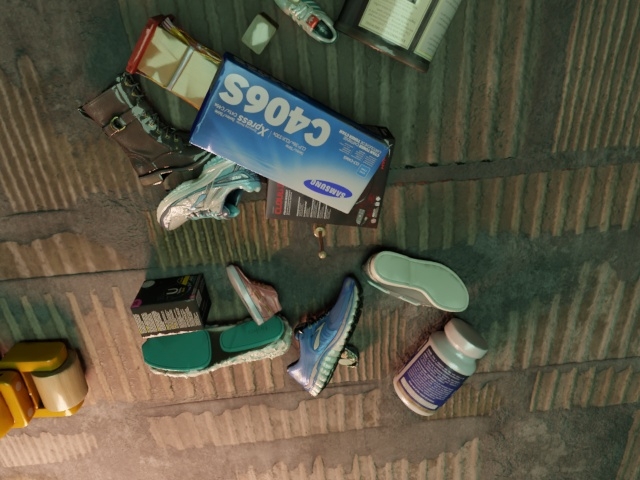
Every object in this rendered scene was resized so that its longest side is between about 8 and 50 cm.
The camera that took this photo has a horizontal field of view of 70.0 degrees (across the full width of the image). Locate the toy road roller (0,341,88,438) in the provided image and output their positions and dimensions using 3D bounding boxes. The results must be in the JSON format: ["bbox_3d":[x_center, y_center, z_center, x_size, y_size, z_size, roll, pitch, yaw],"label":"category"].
[{"bbox_3d":[-0.822,0.419,1.203,0.329,0.240,0.202,-3,118,-2],"label":"toy road roller"}]

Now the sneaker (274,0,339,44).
[{"bbox_3d":[-0.025,-0.449,0.903,0.161,0.075,0.057,36,109,-20],"label":"sneaker"}]

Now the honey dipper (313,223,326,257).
[{"bbox_3d":[0.000,0.000,1.087,0.030,0.161,0.030,-1,117,-2],"label":"honey dipper"}]

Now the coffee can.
[{"bbox_3d":[0.170,-0.479,0.830,0.201,0.201,0.275,21,114,-14],"label":"coffee can"}]

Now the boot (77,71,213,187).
[{"bbox_3d":[-0.353,-0.251,0.975,0.263,0.091,0.229,-23,117,10],"label":"boot"}]

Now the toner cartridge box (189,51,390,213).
[{"bbox_3d":[-0.055,-0.195,0.879,0.348,0.075,0.165,22,116,-23],"label":"toner cartridge box"}]

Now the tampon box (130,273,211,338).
[{"bbox_3d":[-0.377,0.165,1.169,0.161,0.120,0.101,-8,118,0],"label":"tampon box"}]

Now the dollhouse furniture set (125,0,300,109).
[{"bbox_3d":[-0.176,-0.426,0.859,0.201,0.152,0.374,32,112,-18],"label":"dollhouse furniture set"}]

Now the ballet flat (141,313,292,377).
[{"bbox_3d":[-0.271,0.303,1.248,0.409,0.147,0.147,-9,117,1],"label":"ballet flat"}]

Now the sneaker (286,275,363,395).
[{"bbox_3d":[0.007,0.238,1.213,0.147,0.130,0.330,27,92,13],"label":"sneaker"}]

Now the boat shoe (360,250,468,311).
[{"bbox_3d":[0.253,0.113,1.217,0.319,0.116,0.099,21,157,-21],"label":"boat shoe"}]

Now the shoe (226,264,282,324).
[{"bbox_3d":[-0.173,0.128,1.202,0.081,0.063,0.178,-32,99,-22],"label":"shoe"}]

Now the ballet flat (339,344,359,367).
[{"bbox_3d":[0.033,0.312,1.304,0.188,0.070,0.070,22,114,-14],"label":"ballet flat"}]

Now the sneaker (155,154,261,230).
[{"bbox_3d":[-0.252,-0.087,1.021,0.283,0.110,0.122,-34,88,24],"label":"sneaker"}]

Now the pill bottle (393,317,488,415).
[{"bbox_3d":[0.340,0.355,1.296,0.153,0.153,0.265,27,113,-16],"label":"pill bottle"}]

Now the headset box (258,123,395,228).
[{"bbox_3d":[-0.001,-0.156,1.035,0.293,0.110,0.218,6,117,-7],"label":"headset box"}]
